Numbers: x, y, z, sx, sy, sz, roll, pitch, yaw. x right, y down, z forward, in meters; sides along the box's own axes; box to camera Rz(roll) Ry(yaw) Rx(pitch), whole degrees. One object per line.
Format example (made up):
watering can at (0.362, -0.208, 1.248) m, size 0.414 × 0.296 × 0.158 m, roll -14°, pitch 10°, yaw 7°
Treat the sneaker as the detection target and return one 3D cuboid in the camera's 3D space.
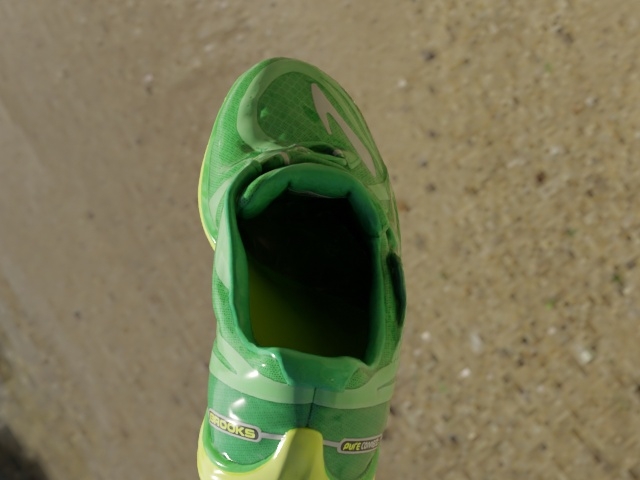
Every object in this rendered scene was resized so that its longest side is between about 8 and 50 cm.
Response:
sneaker at (0.000, 0.000, 0.852) m, size 0.295 × 0.109 × 0.123 m, roll -94°, pitch 16°, yaw -49°
